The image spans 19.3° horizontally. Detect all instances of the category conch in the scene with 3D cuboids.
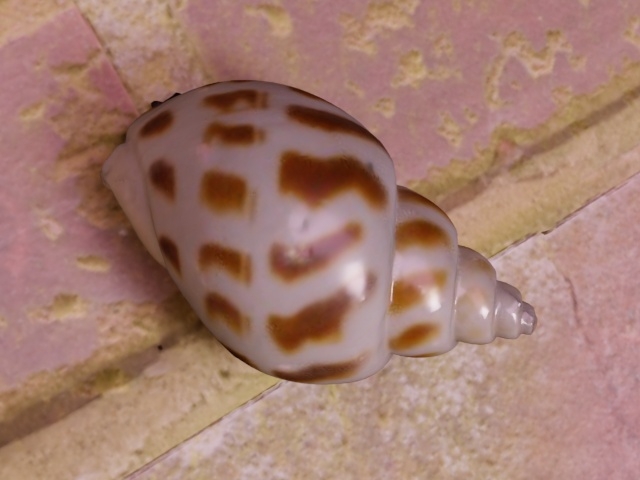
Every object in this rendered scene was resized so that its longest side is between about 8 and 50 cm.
[{"bbox_3d":[0.000,0.000,1.191,0.275,0.149,0.183,31,68,-17],"label":"conch"}]
